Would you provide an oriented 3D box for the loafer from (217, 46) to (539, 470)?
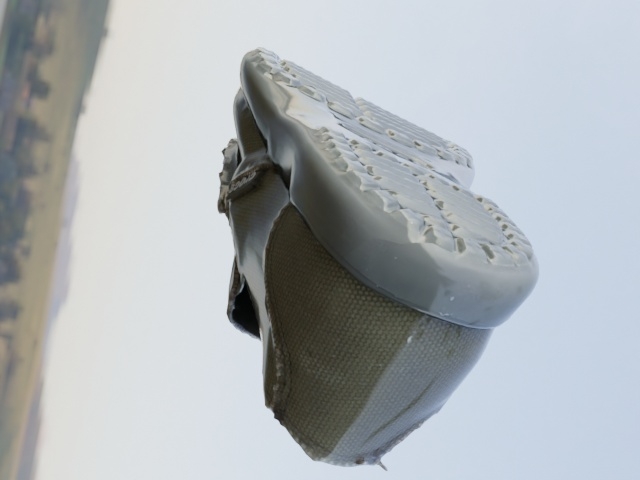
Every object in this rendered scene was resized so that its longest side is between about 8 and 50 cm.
[{"bbox_3d":[0.000,0.000,0.528,0.087,0.094,0.251,-63,-172,11],"label":"loafer"}]
